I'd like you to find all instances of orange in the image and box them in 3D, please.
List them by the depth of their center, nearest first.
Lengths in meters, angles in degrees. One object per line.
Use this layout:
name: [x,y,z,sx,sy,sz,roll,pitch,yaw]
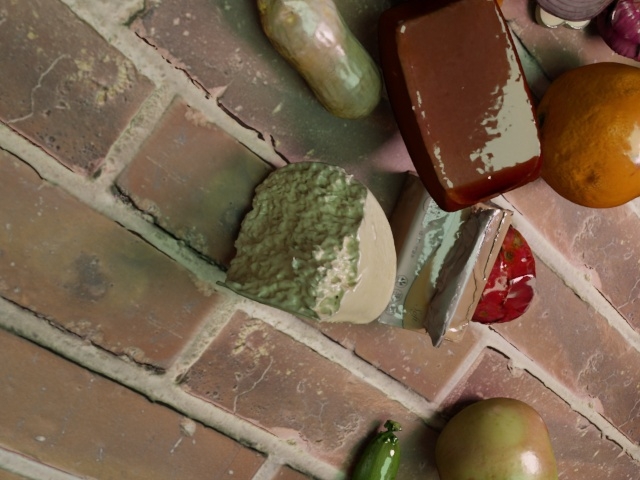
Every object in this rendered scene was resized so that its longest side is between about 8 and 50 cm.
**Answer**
orange: [0.591,-0.220,1.446,0.312,0.312,0.312,-10,113,-23]

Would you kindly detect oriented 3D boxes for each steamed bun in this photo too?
steamed bun: [0.248,-0.259,1.250,0.235,0.248,0.379,-20,103,8]
steamed bun: [0.000,0.000,1.257,0.273,0.290,0.272,15,97,-48]

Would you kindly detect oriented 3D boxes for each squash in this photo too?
squash: [0.112,0.603,1.651,0.101,0.101,0.379,17,100,-30]

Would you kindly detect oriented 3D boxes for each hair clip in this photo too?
hair clip: [0.536,-0.528,1.422,0.218,0.071,0.159,-36,104,6]

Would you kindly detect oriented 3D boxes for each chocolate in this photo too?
chocolate: [0.004,-0.339,1.213,0.134,0.134,0.309,-48,125,-2]

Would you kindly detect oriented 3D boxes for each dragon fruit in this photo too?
dragon fruit: [0.396,0.083,1.570,0.163,0.189,0.262,-13,115,-55]

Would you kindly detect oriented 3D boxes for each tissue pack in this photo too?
tissue pack: [0.247,0.045,1.409,0.238,0.238,0.306,14,102,-30]

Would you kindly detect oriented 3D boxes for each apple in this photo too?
apple: [0.424,0.545,1.668,0.277,0.319,0.319,-13,118,11]

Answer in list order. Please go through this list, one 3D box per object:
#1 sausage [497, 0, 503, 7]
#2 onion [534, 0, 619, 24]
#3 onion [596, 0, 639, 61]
sausage: [0.218,-0.479,1.272,0.274,0.105,0.105,8,106,-29]
onion: [0.463,-0.595,1.301,0.159,0.348,0.267,-51,174,-40]
onion: [0.710,-0.489,1.484,0.230,0.163,0.230,-1,85,6]
